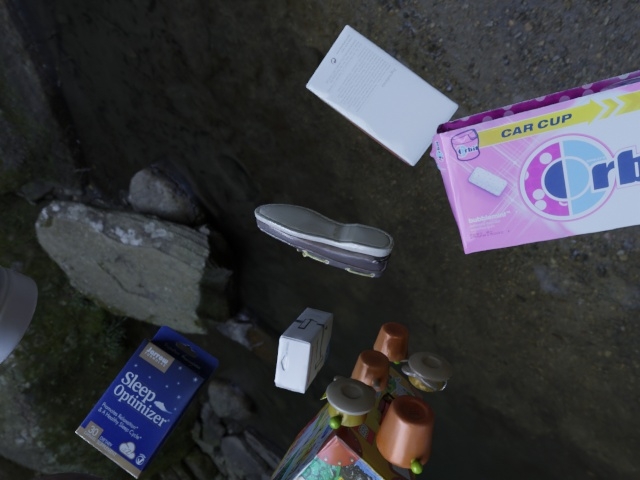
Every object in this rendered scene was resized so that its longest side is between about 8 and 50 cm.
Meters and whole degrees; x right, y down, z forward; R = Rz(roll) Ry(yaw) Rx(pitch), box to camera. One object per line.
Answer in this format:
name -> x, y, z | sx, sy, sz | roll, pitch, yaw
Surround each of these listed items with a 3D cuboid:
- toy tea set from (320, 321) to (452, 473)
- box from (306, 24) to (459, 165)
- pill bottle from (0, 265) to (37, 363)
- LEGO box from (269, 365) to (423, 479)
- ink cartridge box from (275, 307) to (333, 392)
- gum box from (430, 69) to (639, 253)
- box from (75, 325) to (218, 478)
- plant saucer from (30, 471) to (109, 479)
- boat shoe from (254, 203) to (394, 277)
toy tea set -> 0.141, 0.294, 0.906 | 0.200, 0.336, 0.124 | 18, 115, 21
box -> 0.083, -0.185, 0.632 | 0.171, 0.130, 0.091 | 37, 102, 2
pill bottle -> -0.424, 0.032, 0.431 | 0.152, 0.152, 0.272 | 14, 163, 40
LEGO box -> 0.046, 0.531, 1.117 | 0.193, 0.500, 0.372 | 41, 102, 8
ink cartridge box -> -0.040, 0.291, 1.267 | 0.086, 0.203, 0.148 | 11, 107, 15
gum box -> 0.192, -0.062, 0.386 | 0.189, 0.062, 0.107 | -12, 108, 19
box -> -0.298, 0.273, 0.825 | 0.137, 0.225, 0.036 | 30, 162, 10
plant saucer -> -0.423, 0.538, 0.744 | 0.310, 0.310, 0.050 | 46, 166, 0
boat shoe -> 0.000, 0.000, 1.071 | 0.325, 0.116, 0.096 | 15, 125, 9
